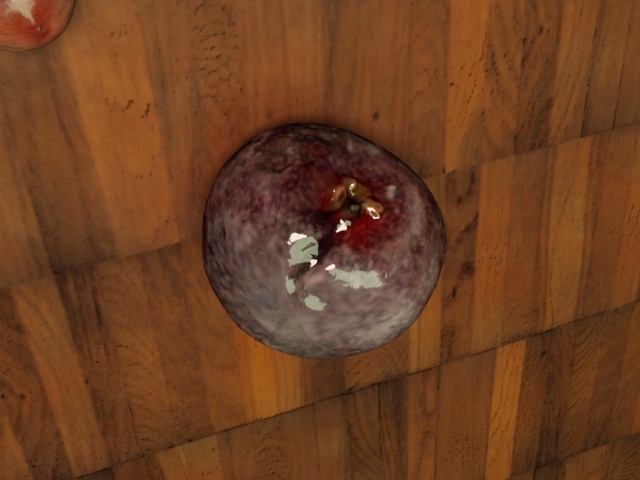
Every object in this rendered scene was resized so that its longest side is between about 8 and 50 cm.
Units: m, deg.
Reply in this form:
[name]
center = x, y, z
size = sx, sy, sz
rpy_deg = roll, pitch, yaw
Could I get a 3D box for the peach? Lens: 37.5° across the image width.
[peach]
center = -0.195, -0.160, 0.598
size = 0.083, 0.083, 0.083
rpy_deg = -13, 129, -16

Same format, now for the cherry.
[cherry]
center = -0.005, 0.007, 0.749
size = 0.195, 0.195, 0.195
rpy_deg = -13, 129, -16
